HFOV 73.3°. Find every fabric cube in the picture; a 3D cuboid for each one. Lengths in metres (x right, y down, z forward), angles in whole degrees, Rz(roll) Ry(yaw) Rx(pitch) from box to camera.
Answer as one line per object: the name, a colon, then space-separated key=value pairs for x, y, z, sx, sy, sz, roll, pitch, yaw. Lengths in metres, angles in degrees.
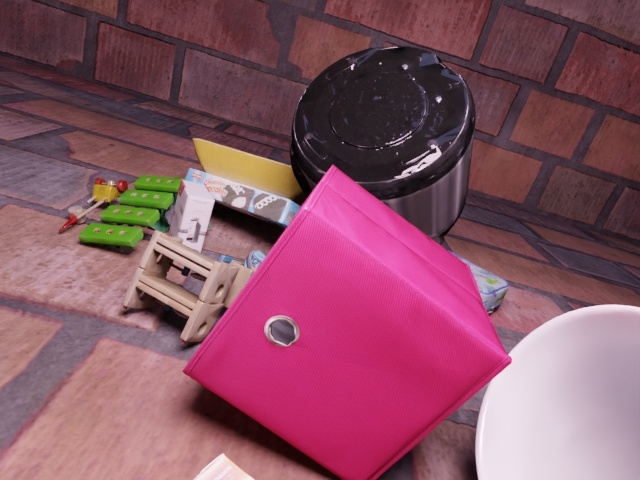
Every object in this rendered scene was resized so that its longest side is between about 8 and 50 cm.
fabric cube: x=0.032 y=0.095 z=0.562 sx=0.258 sy=0.254 sz=0.259 roll=37 pitch=20 yaw=-5

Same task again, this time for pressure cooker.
pressure cooker: x=0.155 y=-0.158 z=0.981 sx=0.375 sy=0.370 sz=0.420 roll=44 pitch=-7 yaw=28

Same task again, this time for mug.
mug: x=0.383 y=0.294 z=0.423 sx=0.328 sy=0.276 sz=0.374 roll=32 pitch=34 yaw=-14

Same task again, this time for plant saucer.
plant saucer: x=-0.186 y=-0.169 z=1.242 sx=0.333 sy=0.081 sz=0.333 roll=16 pitch=-4 yaw=-3

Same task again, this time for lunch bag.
lunch bag: x=0.356 y=0.102 z=1.104 sx=0.176 sy=0.090 sz=0.219 roll=-8 pitch=32 yaw=-46

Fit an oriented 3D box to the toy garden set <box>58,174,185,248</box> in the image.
toy garden set: x=-0.428 y=-0.061 z=0.915 sx=0.204 sy=0.049 sz=0.244 roll=6 pitch=37 yaw=8

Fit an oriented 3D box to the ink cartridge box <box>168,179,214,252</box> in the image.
ink cartridge box: x=-0.277 y=-0.047 z=0.916 sx=0.056 sy=0.135 sz=0.099 roll=8 pitch=23 yaw=-31

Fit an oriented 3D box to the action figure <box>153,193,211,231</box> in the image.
action figure: x=-0.347 y=-0.087 z=1.072 sx=0.137 sy=0.063 sz=0.232 roll=6 pitch=20 yaw=-19

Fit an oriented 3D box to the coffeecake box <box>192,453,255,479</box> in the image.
coffeecake box: x=-0.037 y=0.274 z=0.302 sx=0.185 sy=0.142 sz=0.068 roll=27 pitch=22 yaw=22

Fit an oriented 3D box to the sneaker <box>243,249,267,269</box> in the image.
sneaker: x=-0.040 y=0.072 z=0.813 sx=0.262 sy=0.125 sz=0.104 roll=35 pitch=17 yaw=34

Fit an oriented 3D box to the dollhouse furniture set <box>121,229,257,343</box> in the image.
dollhouse furniture set: x=-0.199 y=0.081 z=0.720 sx=0.129 sy=0.129 sz=0.184 roll=24 pitch=-2 yaw=18

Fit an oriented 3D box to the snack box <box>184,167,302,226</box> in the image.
snack box: x=-0.166 y=-0.091 z=1.077 sx=0.322 sy=0.060 sz=0.187 roll=20 pitch=-2 yaw=29
